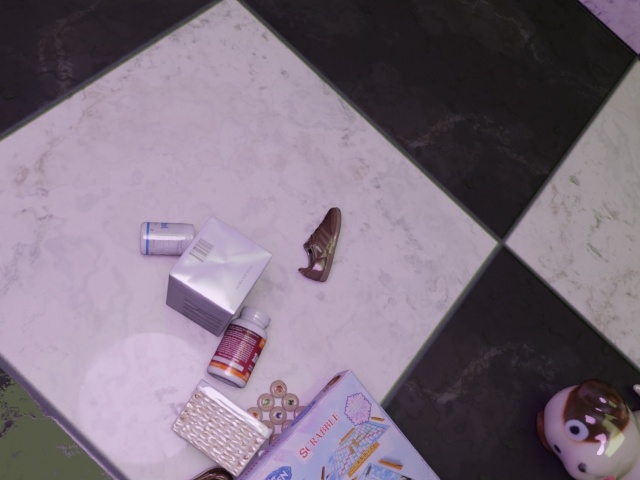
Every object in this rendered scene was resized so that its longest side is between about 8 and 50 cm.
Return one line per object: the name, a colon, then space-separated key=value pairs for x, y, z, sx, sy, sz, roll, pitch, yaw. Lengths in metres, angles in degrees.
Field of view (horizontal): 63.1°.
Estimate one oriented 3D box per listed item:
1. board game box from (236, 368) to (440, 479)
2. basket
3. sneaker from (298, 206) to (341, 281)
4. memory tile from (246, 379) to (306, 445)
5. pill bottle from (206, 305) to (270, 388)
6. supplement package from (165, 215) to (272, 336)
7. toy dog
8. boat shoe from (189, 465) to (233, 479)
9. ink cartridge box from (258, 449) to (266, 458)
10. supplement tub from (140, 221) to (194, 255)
board game box: x=0.045 y=0.468 z=0.973 sx=0.319 sy=0.066 sz=0.318 roll=-38 pitch=90 yaw=-34
basket: x=-0.187 y=0.355 z=0.987 sx=0.167 sy=0.113 sz=0.103 roll=35 pitch=70 yaw=6
sneaker: x=0.000 y=0.000 z=1.207 sx=0.071 sy=0.066 sz=0.188 roll=16 pitch=66 yaw=-10
memory tile: x=-0.074 y=0.375 z=1.075 sx=0.148 sy=0.012 sz=0.113 roll=46 pitch=65 yaw=3
pill bottle: x=-0.161 y=0.216 z=1.066 sx=0.086 sy=0.086 sz=0.152 roll=27 pitch=65 yaw=-6
supplement package: x=-0.206 y=0.080 z=1.015 sx=0.134 sy=0.244 sz=0.139 roll=33 pitch=63 yaw=-4
toy dog: x=0.696 y=0.454 z=1.144 sx=0.408 sy=0.284 sz=0.395 roll=21 pitch=53 yaw=-9
boat shoe: x=-0.268 y=0.497 z=0.923 sx=0.257 sy=0.095 sz=0.095 roll=-36 pitch=84 yaw=-25
ink cartridge box: x=-0.049 y=0.464 z=1.007 sx=0.181 sy=0.061 sz=0.104 roll=15 pitch=68 yaw=-22
supplement tub: x=-0.325 y=-0.003 z=1.105 sx=0.107 sy=0.071 sz=0.071 roll=1 pitch=70 yaw=-18
